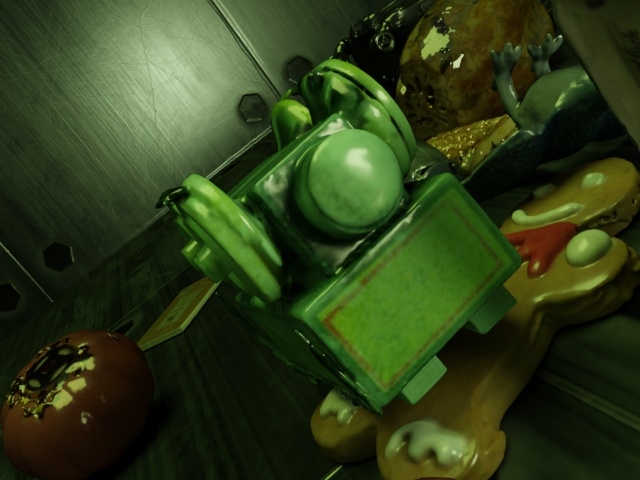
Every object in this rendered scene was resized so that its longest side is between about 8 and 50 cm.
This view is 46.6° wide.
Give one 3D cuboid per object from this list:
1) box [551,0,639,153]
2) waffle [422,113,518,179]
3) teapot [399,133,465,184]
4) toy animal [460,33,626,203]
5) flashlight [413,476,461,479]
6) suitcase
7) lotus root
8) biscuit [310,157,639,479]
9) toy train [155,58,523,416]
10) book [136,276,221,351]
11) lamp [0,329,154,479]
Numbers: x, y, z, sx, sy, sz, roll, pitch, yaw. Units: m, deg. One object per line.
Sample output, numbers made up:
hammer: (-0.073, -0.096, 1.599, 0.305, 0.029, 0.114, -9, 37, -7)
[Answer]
box: (0.283, -0.101, 0.271, 0.297, 0.225, 0.190, -22, 20, 48)
waffle: (0.160, -0.098, 0.887, 0.102, 0.042, 0.148, -42, 16, -25)
teapot: (0.086, -0.045, 0.780, 0.149, 0.111, 0.108, -37, 28, -22)
toy animal: (0.209, -0.098, 0.644, 0.239, 0.176, 0.255, -23, -30, -5)
flashlight: (0.073, 0.168, 0.233, 0.093, 0.093, 0.232, -38, 20, -4)
suitcase: (0.246, -0.389, 1.268, 0.434, 0.194, 0.283, -40, 15, -11)
lotus root: (0.212, -0.267, 1.022, 0.291, 0.193, 0.193, -46, 17, -28)
biscuit: (0.127, 0.038, 0.555, 0.339, 0.047, 0.216, -44, 17, -21)
toy train: (0.000, 0.000, 0.513, 0.159, 0.188, 0.271, -43, 9, -13)
book: (-0.220, 0.109, 1.183, 0.118, 0.012, 0.172, -27, 18, 32)
lamp: (-0.269, 0.190, 0.841, 0.182, 0.140, 0.182, -22, 35, 16)
